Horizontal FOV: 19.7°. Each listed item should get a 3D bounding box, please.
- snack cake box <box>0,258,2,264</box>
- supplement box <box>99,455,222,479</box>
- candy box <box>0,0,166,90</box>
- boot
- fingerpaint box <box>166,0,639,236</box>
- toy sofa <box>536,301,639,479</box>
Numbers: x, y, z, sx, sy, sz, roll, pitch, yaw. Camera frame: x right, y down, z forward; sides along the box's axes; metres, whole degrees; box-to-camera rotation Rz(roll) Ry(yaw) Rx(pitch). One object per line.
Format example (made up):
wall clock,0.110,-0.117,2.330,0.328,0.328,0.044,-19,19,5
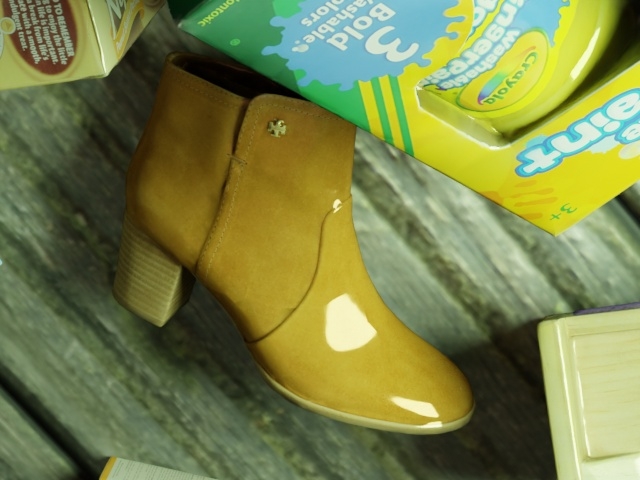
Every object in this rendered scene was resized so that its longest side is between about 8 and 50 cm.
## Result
snack cake box,-0.383,0.025,1.318,0.264,0.089,0.152,-35,107,-15
supplement box,-0.127,0.215,1.465,0.098,0.036,0.062,11,118,6
candy box,-0.272,-0.158,1.229,0.317,0.183,0.087,-5,115,14
boot,0.000,-0.001,1.296,0.295,0.104,0.211,23,118,5
fingerpaint box,0.180,-0.226,1.008,0.445,0.163,0.371,-36,144,24
toy sofa,0.338,0.101,1.270,0.363,0.177,0.150,-8,89,16
